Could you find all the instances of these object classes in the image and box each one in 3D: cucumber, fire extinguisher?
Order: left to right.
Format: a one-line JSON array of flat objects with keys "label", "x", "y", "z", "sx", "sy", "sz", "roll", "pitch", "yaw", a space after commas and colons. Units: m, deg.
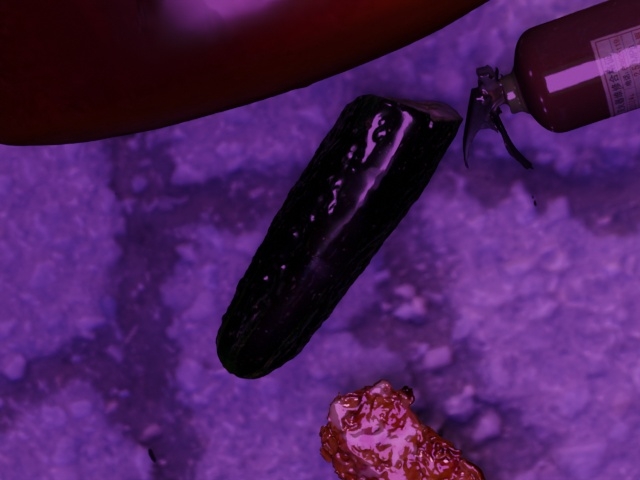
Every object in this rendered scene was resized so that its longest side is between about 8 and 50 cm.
[{"label": "cucumber", "x": 0.000, "y": 0.000, "z": 0.857, "sx": 0.074, "sy": 0.074, "sz": 0.241, "roll": 33, "pitch": 109, "yaw": -2}, {"label": "fire extinguisher", "x": 0.190, "y": -0.105, "z": 0.803, "sx": 0.231, "sy": 0.071, "sz": 0.099, "roll": -20, "pitch": 130, "yaw": 14}]

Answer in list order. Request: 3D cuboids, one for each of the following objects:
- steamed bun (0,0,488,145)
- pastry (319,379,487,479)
[{"label": "steamed bun", "x": -0.067, "y": -0.192, "z": 0.718, "sx": 0.379, "sy": 0.248, "sz": 0.235, "roll": -15, "pitch": 103, "yaw": 13}, {"label": "pastry", "x": 0.067, "y": 0.168, "z": 0.904, "sx": 0.087, "sy": 0.063, "sz": 0.169, "roll": -40, "pitch": 92, "yaw": 8}]
